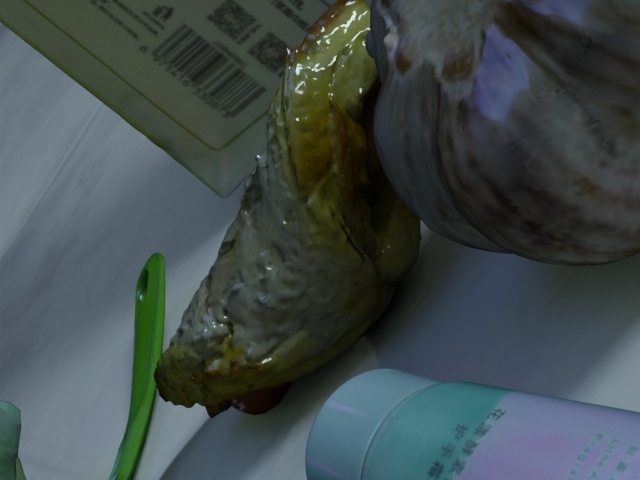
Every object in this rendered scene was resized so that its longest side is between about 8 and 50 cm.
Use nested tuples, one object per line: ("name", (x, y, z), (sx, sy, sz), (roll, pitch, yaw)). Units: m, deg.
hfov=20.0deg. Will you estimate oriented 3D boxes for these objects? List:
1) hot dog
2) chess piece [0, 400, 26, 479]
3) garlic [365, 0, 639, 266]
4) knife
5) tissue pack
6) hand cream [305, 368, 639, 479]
("hot dog", (0.000, 0.001, 0.609), (0.078, 0.061, 0.169), (-29, -32, -56))
("chess piece", (-0.153, 0.121, 0.585), (0.176, 0.175, 0.298), (-58, 19, -11))
("garlic", (0.075, -0.067, 0.501), (0.147, 0.102, 0.159), (-17, 65, 55))
("knife", (-0.080, 0.071, 0.726), (0.078, 0.022, 0.166), (-53, 16, 40))
("tissue pack", (-0.067, -0.153, 0.751), (0.159, 0.234, 0.125), (-37, 24, 35))
("hand cream", (0.060, 0.065, 0.418), (0.076, 0.047, 0.174), (-57, 29, -12))
